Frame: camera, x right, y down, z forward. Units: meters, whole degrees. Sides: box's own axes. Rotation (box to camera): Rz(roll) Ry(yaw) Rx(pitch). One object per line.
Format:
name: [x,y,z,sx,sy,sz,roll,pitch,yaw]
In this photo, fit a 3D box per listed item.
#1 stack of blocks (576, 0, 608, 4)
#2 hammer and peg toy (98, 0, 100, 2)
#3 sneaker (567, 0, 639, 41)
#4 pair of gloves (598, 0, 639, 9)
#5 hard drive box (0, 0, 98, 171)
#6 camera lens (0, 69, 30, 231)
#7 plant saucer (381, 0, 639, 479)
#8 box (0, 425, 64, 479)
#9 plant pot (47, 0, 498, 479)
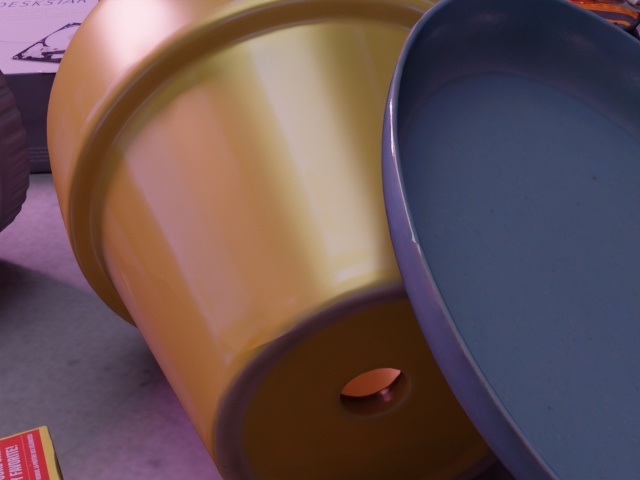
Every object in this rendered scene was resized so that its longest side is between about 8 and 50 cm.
stack of blocks: [0.161,-0.299,1.337,0.171,0.087,0.297,-8,28,0]
hammer and peg toy: [-0.062,-0.179,0.855,0.361,0.127,0.266,-18,23,-23]
sneaker: [0.126,-0.118,0.979,0.180,0.124,0.321,15,36,38]
pair of gloves: [0.310,-0.254,1.152,0.240,0.042,0.204,0,49,-14]
hard drive box: [-0.224,-0.147,1.164,0.181,0.089,0.232,-1,29,11]
camera lens: [-0.348,-0.029,0.845,0.219,0.219,0.274,13,35,34]
plant saucer: [0.143,0.026,0.606,0.044,0.317,0.317,-40,7,38]
box: [-0.229,0.161,0.634,0.232,0.058,0.087,-14,28,-11]
plant pot: [0.000,0.000,0.697,0.254,0.254,0.239,-13,43,-8]
